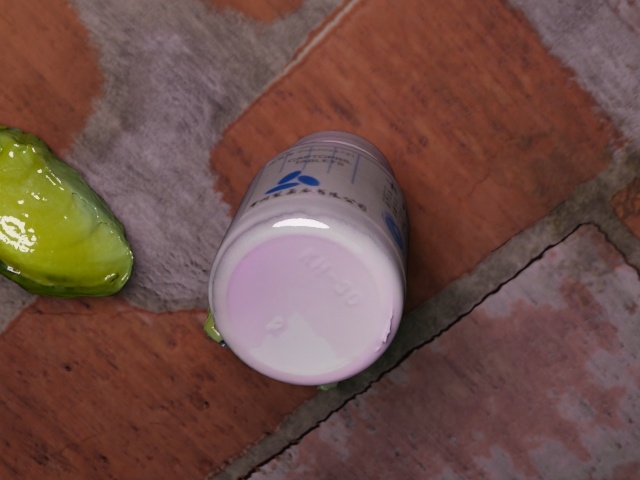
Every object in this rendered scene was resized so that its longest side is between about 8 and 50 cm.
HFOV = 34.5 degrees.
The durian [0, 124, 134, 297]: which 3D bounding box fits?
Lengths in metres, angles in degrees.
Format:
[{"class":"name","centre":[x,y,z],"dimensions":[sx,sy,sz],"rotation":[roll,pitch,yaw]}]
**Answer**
[{"class":"durian","centre":[-0.313,-0.026,1.112],"dimensions":[0.250,0.101,0.139],"rotation":[38,74,-8]}]

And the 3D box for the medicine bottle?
[{"class":"medicine bottle","centre":[0.000,0.000,0.979],"dimensions":[0.170,0.293,0.170],"rotation":[2,111,5]}]

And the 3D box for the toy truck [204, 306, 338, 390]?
[{"class":"toy truck","centre":[-0.044,0.105,1.123],"dimensions":[0.169,0.100,0.077],"rotation":[29,109,-5]}]
